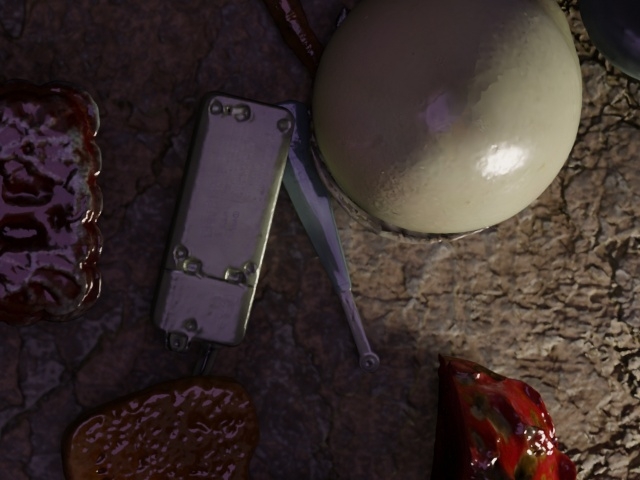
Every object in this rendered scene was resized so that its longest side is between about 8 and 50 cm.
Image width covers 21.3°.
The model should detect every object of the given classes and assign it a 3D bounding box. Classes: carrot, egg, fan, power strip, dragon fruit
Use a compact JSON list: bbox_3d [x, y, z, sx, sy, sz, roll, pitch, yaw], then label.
[{"bbox_3d":[-0.026,-0.209,1.651,0.036,0.035,0.165,-28,99,-9],"label":"carrot"},{"bbox_3d":[0.141,-0.130,1.610,0.286,0.174,0.264,-22,100,-16],"label":"egg"},{"bbox_3d":[0.000,0.000,1.668,0.057,0.023,0.282,-19,93,-11],"label":"fan"},{"bbox_3d":[-0.099,0.005,1.626,0.093,0.053,0.288,13,95,-11],"label":"power strip"},{"bbox_3d":[0.180,0.253,1.622,0.134,0.211,0.262,3,97,-4],"label":"dragon fruit"}]

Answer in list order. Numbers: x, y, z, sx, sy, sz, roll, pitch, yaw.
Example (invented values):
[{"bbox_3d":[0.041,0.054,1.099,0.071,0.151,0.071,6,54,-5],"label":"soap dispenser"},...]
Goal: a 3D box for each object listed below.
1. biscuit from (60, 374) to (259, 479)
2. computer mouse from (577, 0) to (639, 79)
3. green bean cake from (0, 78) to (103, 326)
[{"bbox_3d":[-0.094,0.248,1.633,0.262,0.052,0.277,-25,103,-9],"label":"biscuit"},{"bbox_3d":[0.367,-0.281,1.667,0.188,0.122,0.371,36,64,2],"label":"computer mouse"},{"bbox_3d":[-0.296,-0.035,1.571,0.198,0.097,0.232,3,91,-11],"label":"green bean cake"}]
